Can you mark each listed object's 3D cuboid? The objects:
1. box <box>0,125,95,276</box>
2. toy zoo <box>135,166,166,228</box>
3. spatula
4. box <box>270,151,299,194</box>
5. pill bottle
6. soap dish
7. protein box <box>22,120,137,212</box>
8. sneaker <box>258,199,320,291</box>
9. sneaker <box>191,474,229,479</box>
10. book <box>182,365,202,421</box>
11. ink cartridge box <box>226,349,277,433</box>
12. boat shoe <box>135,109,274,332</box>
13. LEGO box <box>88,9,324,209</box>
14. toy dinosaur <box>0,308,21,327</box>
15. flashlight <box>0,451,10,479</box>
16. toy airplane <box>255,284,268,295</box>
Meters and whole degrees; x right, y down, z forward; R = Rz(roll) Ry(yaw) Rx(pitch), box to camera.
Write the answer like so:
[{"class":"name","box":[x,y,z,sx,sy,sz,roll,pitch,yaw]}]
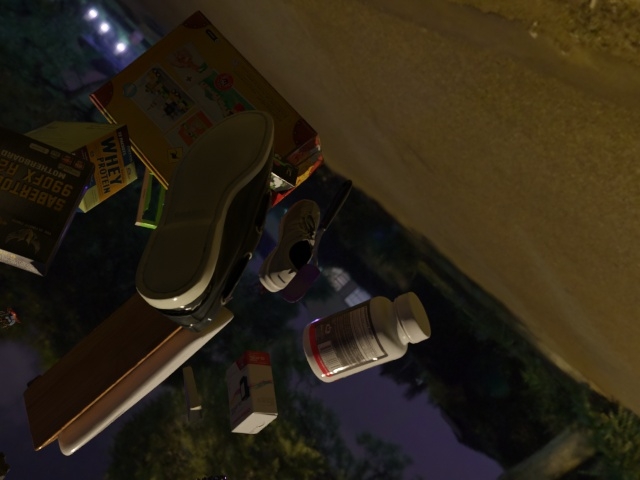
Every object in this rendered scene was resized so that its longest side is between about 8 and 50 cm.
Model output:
[{"class":"box","box":[-0.474,-0.074,0.870,0.231,0.182,0.056,23,150,-16]},{"class":"toy zoo","box":[-0.416,-0.110,1.890,0.294,0.192,0.030,12,160,-23]},{"class":"spatula","box":[0.000,0.000,1.306,0.030,0.296,0.084,25,179,-30]},{"class":"box","box":[-0.100,-0.155,1.381,0.083,0.052,0.062,31,-129,-30]},{"class":"pill bottle","box":[0.127,0.256,1.637,0.176,0.319,0.176,52,-156,-35]},{"class":"soap dish","box":[-0.283,0.171,0.914,0.118,0.291,0.229,50,-175,2]},{"class":"protein box","box":[-0.555,-0.169,1.331,0.201,0.200,0.135,-57,-31,-58]},{"class":"sneaker","box":[-0.045,0.006,1.477,0.105,0.115,0.281,46,-134,-30]},{"class":"sneaker","box":[-0.301,0.630,1.409,0.234,0.078,0.106,-7,-95,-56]},{"class":"book","box":[-0.304,0.362,1.414,0.144,0.035,0.096,110,145,-61]},{"class":"ink cartridge box","box":[-0.181,0.394,1.565,0.073,0.127,0.175,14,-135,-31]},{"class":"boat shoe","box":[-0.125,-0.031,0.784,0.113,0.127,0.339,70,-158,-45]},{"class":"LEGO box","box":[-0.293,-0.293,1.593,0.500,0.372,0.193,48,175,14]},{"class":"toy dinosaur","box":[-0.864,0.211,1.684,0.047,0.082,0.090,61,-153,3]},{"class":"flashlight","box":[-0.838,0.613,1.367,0.103,0.304,0.103,46,-179,-21]},{"class":"toy airplane","box":[-0.105,0.108,1.537,0.151,0.151,0.028,36,-144,-78]}]
